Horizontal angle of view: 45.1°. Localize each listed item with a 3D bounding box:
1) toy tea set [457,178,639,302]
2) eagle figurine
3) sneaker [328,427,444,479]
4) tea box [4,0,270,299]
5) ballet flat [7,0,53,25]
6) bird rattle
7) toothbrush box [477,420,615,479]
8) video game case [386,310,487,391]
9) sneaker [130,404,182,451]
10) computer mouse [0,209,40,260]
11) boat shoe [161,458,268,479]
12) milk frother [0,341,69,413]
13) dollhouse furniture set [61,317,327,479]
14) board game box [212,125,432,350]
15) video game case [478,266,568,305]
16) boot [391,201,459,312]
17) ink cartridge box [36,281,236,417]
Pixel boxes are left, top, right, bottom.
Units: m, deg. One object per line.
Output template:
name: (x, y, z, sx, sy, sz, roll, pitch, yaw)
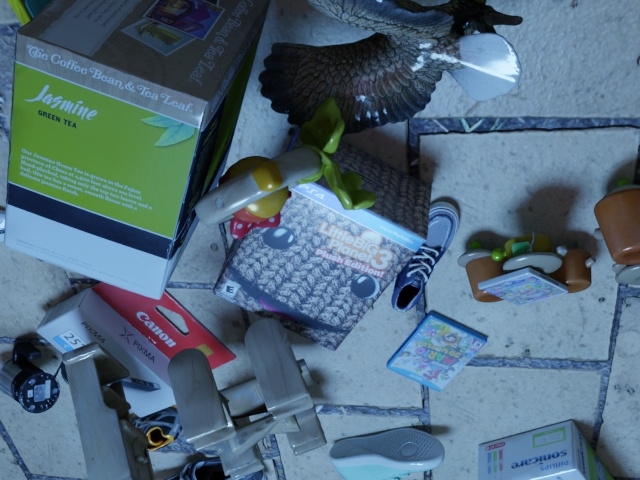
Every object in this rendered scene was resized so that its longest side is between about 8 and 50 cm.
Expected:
toy tea set: (0.375, 0.000, 1.186, 0.336, 0.124, 0.200, -9, 155, 14)
eagle figurine: (0.076, -0.255, 0.949, 0.298, 0.225, 0.226, -20, 102, -16)
sneaker: (0.159, 0.474, 1.595, 0.256, 0.094, 0.151, -12, 120, 32)
tea box: (-0.233, -0.165, 1.016, 0.220, 0.329, 0.323, 20, 128, -4)
ballet flat: (-0.416, -0.354, 1.078, 0.077, 0.077, 0.231, -3, 128, 41)
bird rattle: (-0.073, -0.075, 0.962, 0.253, 0.207, 0.143, -15, 95, 33)
toothbrush box: (0.472, 0.514, 1.545, 0.206, 0.122, 0.283, -25, 120, 28)
video game case: (0.212, 0.208, 1.424, 0.119, 0.015, 0.166, 25, 129, -9)
sneaker: (-0.371, 0.419, 1.672, 0.084, 0.083, 0.215, 40, 127, -21)
computer mouse: (-0.586, -0.021, 1.390, 0.193, 0.042, 0.106, 9, 130, 5)
boat shoe: (-0.273, 0.544, 1.736, 0.301, 0.108, 0.102, -13, 125, 18)
milk frother: (-0.573, 0.282, 1.602, 0.143, 0.129, 0.135, 20, 174, -41)
dollhouse furniture set: (-0.216, 0.272, 1.372, 0.394, 0.256, 0.362, -21, 154, -4)
board game box: (0.000, 0.000, 1.220, 0.232, 0.141, 0.291, 26, 129, -9)
video game case: (0.309, 0.072, 1.173, 0.087, 0.011, 0.122, -22, 149, 38)
boot: (0.169, 0.031, 1.245, 0.069, 0.086, 0.190, 19, 130, -3)
ink cartridge box: (-0.359, 0.205, 1.509, 0.261, 0.066, 0.296, -27, 119, 30)
